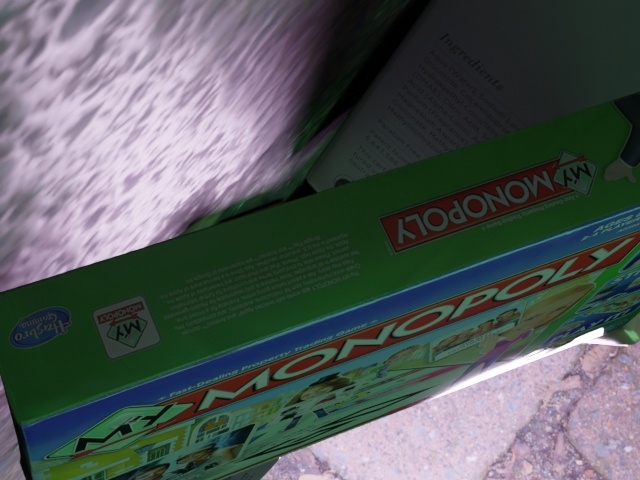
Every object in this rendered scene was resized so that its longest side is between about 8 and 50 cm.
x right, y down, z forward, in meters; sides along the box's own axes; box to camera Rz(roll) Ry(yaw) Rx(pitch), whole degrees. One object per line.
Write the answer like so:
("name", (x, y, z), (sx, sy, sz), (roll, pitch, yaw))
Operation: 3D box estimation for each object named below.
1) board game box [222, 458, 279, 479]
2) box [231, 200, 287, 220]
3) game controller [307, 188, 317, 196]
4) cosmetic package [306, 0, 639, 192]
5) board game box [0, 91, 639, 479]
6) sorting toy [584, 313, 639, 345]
("board game box", (-0.096, 0.193, 1.320), (0.144, 0.142, 0.275), (-48, 176, 20))
("box", (-0.057, 0.029, 0.725), (0.105, 0.043, 0.179), (-47, 179, 13))
("game controller", (0.000, 0.000, 0.896), (0.319, 0.067, 0.166), (-49, 177, 15))
("cosmetic package", (0.173, -0.141, 0.617), (0.217, 0.156, 0.385), (-46, 178, -40))
("board game box", (0.030, 0.031, 0.476), (0.317, 0.046, 0.213), (-18, 161, -17))
("sorting toy", (0.173, -0.054, 0.953), (0.255, 0.089, 0.257), (0, -121, 50))
